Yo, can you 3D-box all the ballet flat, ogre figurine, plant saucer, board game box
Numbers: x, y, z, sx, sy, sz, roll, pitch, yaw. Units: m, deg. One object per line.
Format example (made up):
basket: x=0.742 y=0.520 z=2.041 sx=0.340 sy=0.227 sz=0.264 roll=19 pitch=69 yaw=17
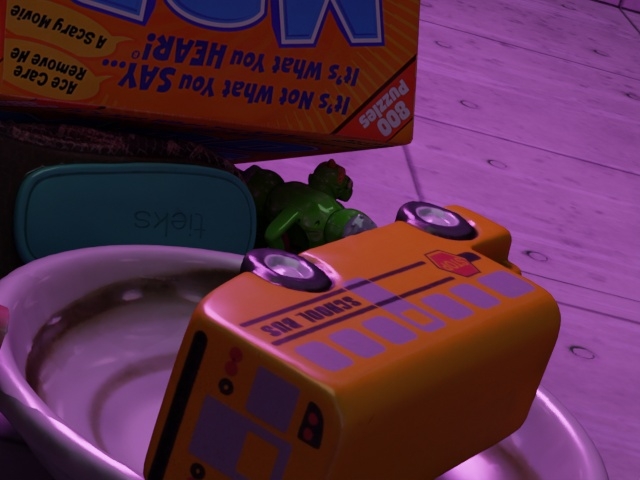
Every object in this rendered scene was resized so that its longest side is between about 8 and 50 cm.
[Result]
ballet flat: x=-0.263 y=-0.023 z=1.351 sx=0.182 sy=0.164 sz=0.482 roll=6 pitch=1 yaw=44
ogre figurine: x=0.000 y=0.000 z=1.521 sx=0.197 sy=0.097 sz=0.118 roll=47 pitch=-10 yaw=36
plant saucer: x=-0.024 y=0.129 z=1.170 sx=0.400 sy=0.101 sz=0.400 roll=15 pitch=20 yaw=-6
board game box: x=-0.159 y=-0.260 z=1.553 sx=0.356 sy=0.356 sz=0.356 roll=5 pitch=-3 yaw=-32

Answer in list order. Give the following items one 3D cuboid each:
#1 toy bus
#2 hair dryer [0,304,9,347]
toy bus: x=0.033 y=0.067 z=1.075 sx=0.130 sy=0.108 sz=0.332 roll=27 pitch=22 yaw=24
hair dryer: x=-0.308 y=0.020 z=1.080 sx=0.293 sy=0.080 sz=0.223 roll=12 pitch=-6 yaw=22
